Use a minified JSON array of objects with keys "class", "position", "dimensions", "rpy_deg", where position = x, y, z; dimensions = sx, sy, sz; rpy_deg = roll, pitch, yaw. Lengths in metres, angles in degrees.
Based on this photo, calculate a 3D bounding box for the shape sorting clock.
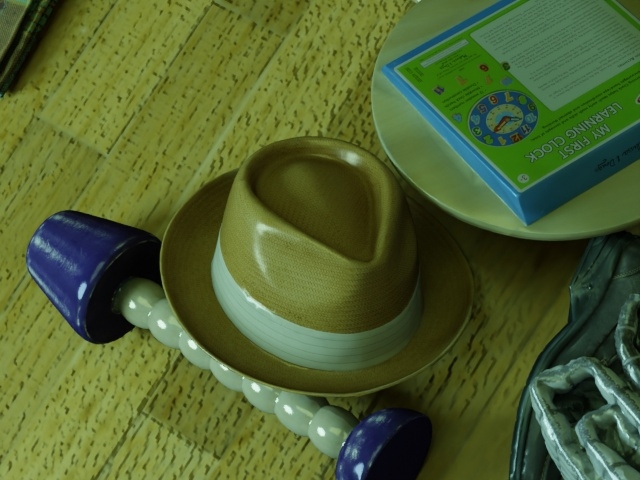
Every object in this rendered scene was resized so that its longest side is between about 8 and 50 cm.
[{"class":"shape sorting clock","position":[0.133,-0.083,1.144],"dimensions":[0.206,0.040,0.206],"rpy_deg":[-2,51,3]}]

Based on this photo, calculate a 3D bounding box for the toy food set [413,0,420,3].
[{"class":"toy food set","position":[0.086,-0.177,1.229],"dimensions":[0.083,0.020,0.082],"rpy_deg":[-8,68,16]}]

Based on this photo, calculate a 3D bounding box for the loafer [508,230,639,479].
[{"class":"loafer","position":[0.155,0.074,1.088],"dimensions":[0.061,0.062,0.170],"rpy_deg":[20,79,20]}]

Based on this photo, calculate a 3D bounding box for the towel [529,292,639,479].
[{"class":"towel","position":[0.235,0.173,0.925],"dimensions":[0.121,0.235,0.283],"rpy_deg":[-37,63,-2]}]

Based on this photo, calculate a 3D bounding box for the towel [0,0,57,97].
[{"class":"towel","position":[-0.240,-0.301,1.383],"dimensions":[0.271,0.040,0.370],"rpy_deg":[22,81,26]}]

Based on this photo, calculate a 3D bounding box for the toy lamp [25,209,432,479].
[{"class":"toy lamp","position":[-0.063,0.064,1.157],"dimensions":[0.275,0.080,0.080],"rpy_deg":[29,82,26]}]

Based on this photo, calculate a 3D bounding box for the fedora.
[{"class":"fedora","position":[0.000,0.000,1.119],"dimensions":[0.194,0.079,0.194],"rpy_deg":[3,45,-3]}]
